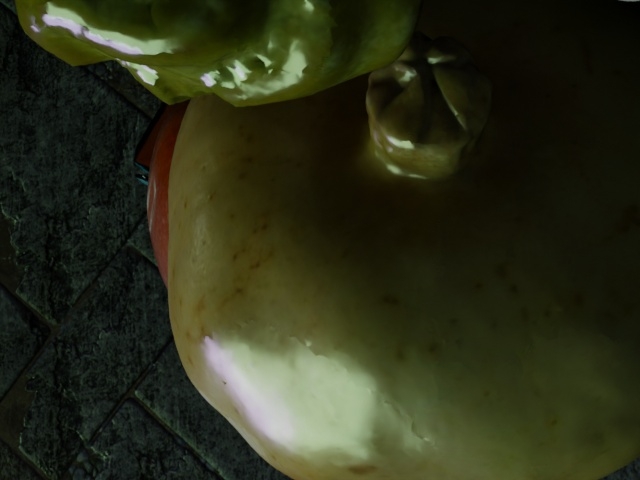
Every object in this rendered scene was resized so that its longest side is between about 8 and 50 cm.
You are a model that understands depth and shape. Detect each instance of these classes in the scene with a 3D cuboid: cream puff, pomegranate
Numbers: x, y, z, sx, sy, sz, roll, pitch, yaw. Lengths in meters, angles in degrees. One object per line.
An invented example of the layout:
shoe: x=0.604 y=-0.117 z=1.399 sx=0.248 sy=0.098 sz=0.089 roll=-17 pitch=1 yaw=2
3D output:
cream puff: x=-0.075 y=-0.210 z=1.043 sx=0.323 sy=0.274 sz=0.270 roll=41 pitch=170 yaw=0
pomegranate: x=0.087 y=-0.013 z=1.193 sx=0.411 sy=0.411 sz=0.411 roll=37 pitch=180 yaw=0

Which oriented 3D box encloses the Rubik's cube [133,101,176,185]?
Rubik's cube: x=0.001 y=-0.108 z=2.111 sx=0.283 sy=0.293 sz=0.288 roll=26 pitch=171 yaw=39

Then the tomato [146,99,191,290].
tomato: x=0.000 y=0.000 z=1.547 sx=0.341 sy=0.272 sz=0.341 roll=19 pitch=-178 yaw=-1
